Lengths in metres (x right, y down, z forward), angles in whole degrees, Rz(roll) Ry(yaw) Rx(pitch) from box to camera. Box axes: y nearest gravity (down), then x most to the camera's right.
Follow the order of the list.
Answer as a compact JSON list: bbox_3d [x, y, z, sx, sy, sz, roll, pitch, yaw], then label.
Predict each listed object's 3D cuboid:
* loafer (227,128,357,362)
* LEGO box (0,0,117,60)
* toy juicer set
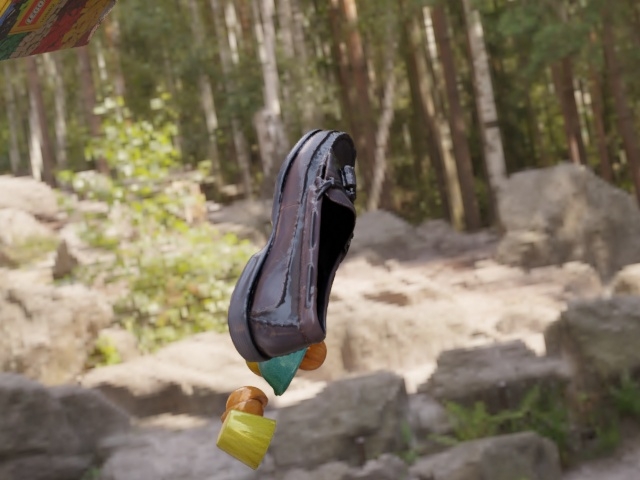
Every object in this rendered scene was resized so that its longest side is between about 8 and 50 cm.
[{"bbox_3d":[0.000,0.000,1.317,0.095,0.109,0.302,-5,43,28],"label":"loafer"},{"bbox_3d":[-0.565,-0.516,1.988,0.193,0.500,0.372,-48,-5,22],"label":"LEGO box"},{"bbox_3d":[-0.037,0.135,1.737,0.089,0.329,0.209,24,0,-5],"label":"toy juicer set"}]
